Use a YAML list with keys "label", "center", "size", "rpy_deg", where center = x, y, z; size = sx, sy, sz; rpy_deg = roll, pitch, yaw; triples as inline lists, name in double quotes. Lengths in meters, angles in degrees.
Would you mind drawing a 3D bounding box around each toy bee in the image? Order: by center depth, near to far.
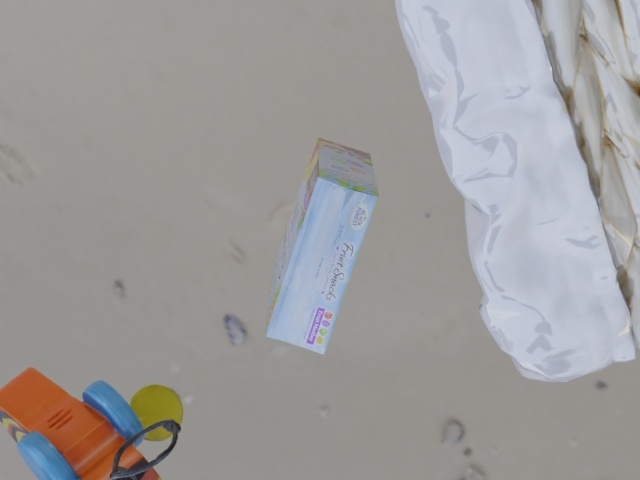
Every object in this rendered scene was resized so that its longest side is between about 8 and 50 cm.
- label: "toy bee"
  center: [-0.199, 0.221, 1.160]
  size: [0.162, 0.195, 0.298]
  rpy_deg: [64, 173, -24]

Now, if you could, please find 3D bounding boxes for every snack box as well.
- label: "snack box"
  center: [0.000, 0.000, 1.352]
  size: [0.070, 0.207, 0.174]
  rpy_deg: [18, 105, -4]

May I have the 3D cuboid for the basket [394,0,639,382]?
- label: "basket"
  center: [0.143, -0.173, 0.503]
  size: [0.267, 0.328, 0.331]
  rpy_deg: [-15, 107, 8]
